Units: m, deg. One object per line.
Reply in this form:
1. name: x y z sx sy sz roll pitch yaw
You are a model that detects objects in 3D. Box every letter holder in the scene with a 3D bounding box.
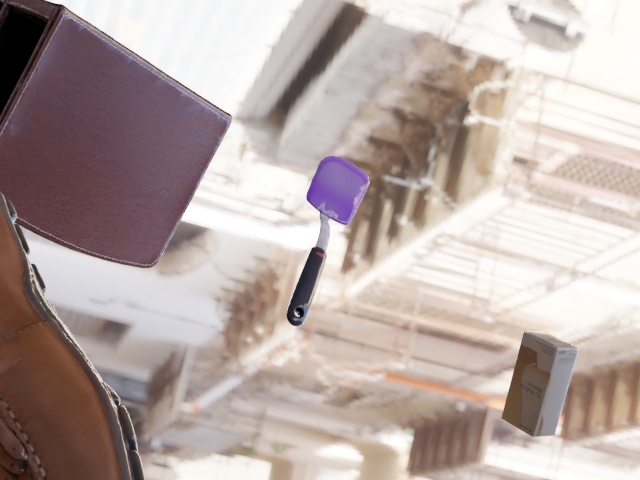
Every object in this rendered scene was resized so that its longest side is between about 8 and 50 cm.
1. letter holder: -0.273 -0.112 1.379 0.152 0.302 0.214 24 -93 34

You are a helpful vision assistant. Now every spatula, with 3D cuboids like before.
1. spatula: 0.000 0.000 1.802 0.030 0.084 0.296 -38 -155 46

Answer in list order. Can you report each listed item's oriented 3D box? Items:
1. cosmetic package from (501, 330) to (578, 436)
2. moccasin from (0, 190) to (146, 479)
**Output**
1. cosmetic package: 0.262 0.171 1.534 0.060 0.041 0.115 25 -73 50
2. moccasin: -0.208 0.103 0.774 0.380 0.147 0.139 57 -33 33
